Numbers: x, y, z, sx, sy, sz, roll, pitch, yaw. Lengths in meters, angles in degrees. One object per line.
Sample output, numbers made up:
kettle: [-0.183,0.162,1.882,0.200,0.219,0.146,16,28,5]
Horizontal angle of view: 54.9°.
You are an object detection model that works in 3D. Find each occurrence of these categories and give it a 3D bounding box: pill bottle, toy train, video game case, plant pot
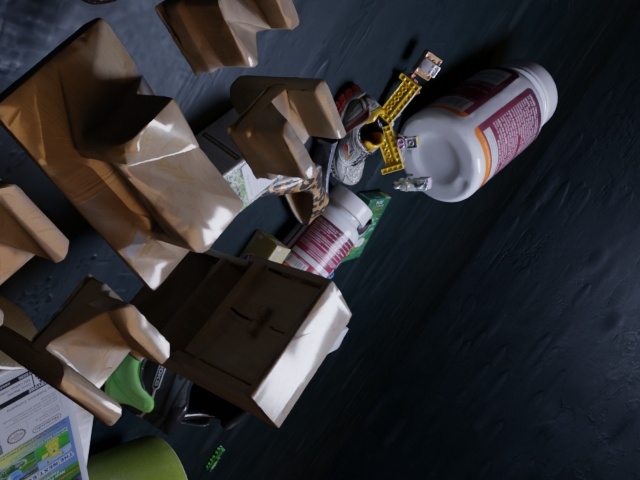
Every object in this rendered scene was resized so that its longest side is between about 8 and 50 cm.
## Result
pill bottle: [0.383,-0.275,1.461,0.392,0.224,0.224,-36,152,-33]
toy train: [-0.291,0.603,1.702,0.083,0.023,0.017,-59,156,13]
video game case: [-0.483,0.324,0.830,0.329,0.036,0.300,-29,131,-44]
plant pot: [-0.419,0.502,1.070,0.293,0.275,0.275,6,120,-44]
pill bottle: [0.000,0.000,1.262,0.221,0.121,0.121,-50,157,-6]

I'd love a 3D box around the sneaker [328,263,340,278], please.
sneaker: [0.028,0.035,1.445,0.052,0.058,0.135,-30,148,-42]

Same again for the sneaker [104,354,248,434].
sneaker: [-0.187,0.264,1.184,0.482,0.202,0.185,-6,130,-59]

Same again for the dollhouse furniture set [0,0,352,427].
dollhouse furniture set: [-0.168,-0.015,0.625,0.362,0.256,0.394,-54,137,-26]

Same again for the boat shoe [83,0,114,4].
boat shoe: [-0.127,-0.323,0.596,0.285,0.092,0.103,-45,156,-18]

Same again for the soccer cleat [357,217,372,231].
soccer cleat: [0.040,-0.021,1.363,0.179,0.072,0.060,-36,152,-26]

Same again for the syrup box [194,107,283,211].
syrup box: [-0.161,-0.082,0.873,0.237,0.096,0.093,-41,151,-22]

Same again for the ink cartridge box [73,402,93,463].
ink cartridge box: [-0.442,0.287,0.958,0.189,0.066,0.232,-11,114,-57]

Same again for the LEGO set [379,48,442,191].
LEGO set: [0.177,-0.247,1.271,0.107,0.132,0.287,-41,137,-66]

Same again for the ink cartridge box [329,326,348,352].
ink cartridge box: [-0.024,0.198,1.462,0.109,0.150,0.063,-10,133,-58]

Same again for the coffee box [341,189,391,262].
coffee box: [0.093,-0.035,1.491,0.113,0.040,0.184,-15,137,-55]

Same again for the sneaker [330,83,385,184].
sneaker: [0.069,-0.181,1.168,0.088,0.092,0.225,-41,155,-26]

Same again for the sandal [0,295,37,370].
sandal: [-0.429,0.092,0.673,0.079,0.088,0.240,-16,152,21]

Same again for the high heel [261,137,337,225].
high heel: [-0.054,-0.069,1.090,0.261,0.093,0.186,-37,148,-52]

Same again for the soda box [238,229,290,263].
soda box: [-0.139,0.072,1.185,0.181,0.058,0.061,-56,157,6]
